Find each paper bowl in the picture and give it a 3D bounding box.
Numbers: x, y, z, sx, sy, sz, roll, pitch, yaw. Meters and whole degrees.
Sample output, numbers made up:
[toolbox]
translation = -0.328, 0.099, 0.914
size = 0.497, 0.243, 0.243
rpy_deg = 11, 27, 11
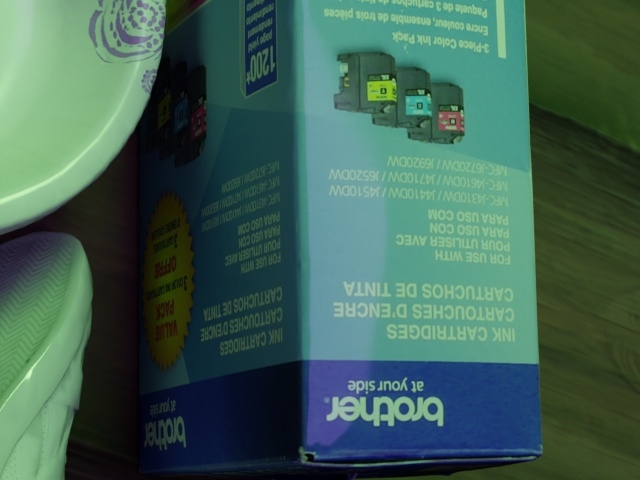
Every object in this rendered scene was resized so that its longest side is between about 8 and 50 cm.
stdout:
[paper bowl]
translation = -0.241, -0.133, 1.000
size = 0.284, 0.148, 0.284
rpy_deg = 4, 82, -31

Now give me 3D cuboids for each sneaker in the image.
[sneaker]
translation = -0.180, 0.147, 1.028
size = 0.169, 0.108, 0.293
rpy_deg = 66, 30, -41

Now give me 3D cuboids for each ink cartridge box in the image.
[ink cartridge box]
translation = 0.000, 0.000, 1.033
size = 0.151, 0.270, 0.396
rpy_deg = 1, 81, -24
